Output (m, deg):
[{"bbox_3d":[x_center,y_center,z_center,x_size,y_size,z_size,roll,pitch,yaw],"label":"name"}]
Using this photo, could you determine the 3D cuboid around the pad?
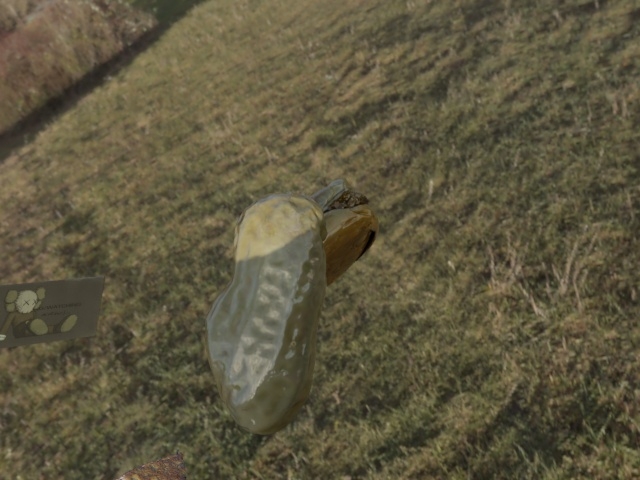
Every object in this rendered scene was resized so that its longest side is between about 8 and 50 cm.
[{"bbox_3d":[-0.456,0.119,1.194,0.190,0.127,0.004,-4,34,-36],"label":"pad"}]

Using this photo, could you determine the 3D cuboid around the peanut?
[{"bbox_3d":[-0.066,0.086,0.932,0.152,0.152,0.313,4,80,38],"label":"peanut"}]

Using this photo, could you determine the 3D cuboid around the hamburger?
[{"bbox_3d":[0.000,-0.001,1.200,0.213,0.214,0.108,-36,71,-12],"label":"hamburger"}]

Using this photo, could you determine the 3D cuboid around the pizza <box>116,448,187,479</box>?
[{"bbox_3d":[-0.203,0.329,0.945,0.100,0.029,0.099,-19,42,-38],"label":"pizza"}]
